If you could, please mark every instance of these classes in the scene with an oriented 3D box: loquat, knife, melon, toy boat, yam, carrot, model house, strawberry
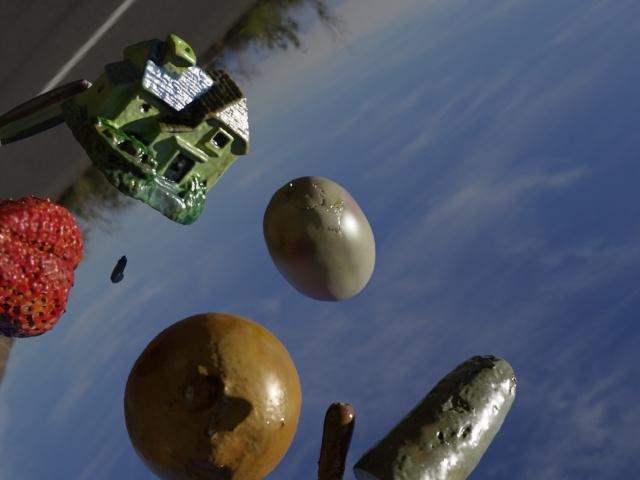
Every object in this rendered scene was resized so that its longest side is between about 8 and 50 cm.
[{"bbox_3d":[-0.187,0.286,1.417,0.328,0.328,0.328,-39,-167,11],"label":"loquat"},{"bbox_3d":[-0.462,0.067,1.837,0.031,0.018,0.121,-22,164,-35],"label":"knife"},{"bbox_3d":[0.000,0.000,1.709,0.223,0.317,0.223,-14,-136,14],"label":"melon"},{"bbox_3d":[-0.433,-0.207,1.270,0.229,0.046,0.080,-14,-141,30],"label":"toy boat"},{"bbox_3d":[0.182,0.278,1.166,0.330,0.133,0.133,-38,-172,-39],"label":"yam"},{"bbox_3d":[0.016,0.325,1.130,0.047,0.047,0.191,-178,-83,-71],"label":"carrot"},{"bbox_3d":[-0.209,-0.167,1.092,0.189,0.214,0.195,-46,-140,10],"label":"model house"},{"bbox_3d":[-0.548,0.039,1.375,0.238,0.250,0.288,2,168,8],"label":"strawberry"}]
